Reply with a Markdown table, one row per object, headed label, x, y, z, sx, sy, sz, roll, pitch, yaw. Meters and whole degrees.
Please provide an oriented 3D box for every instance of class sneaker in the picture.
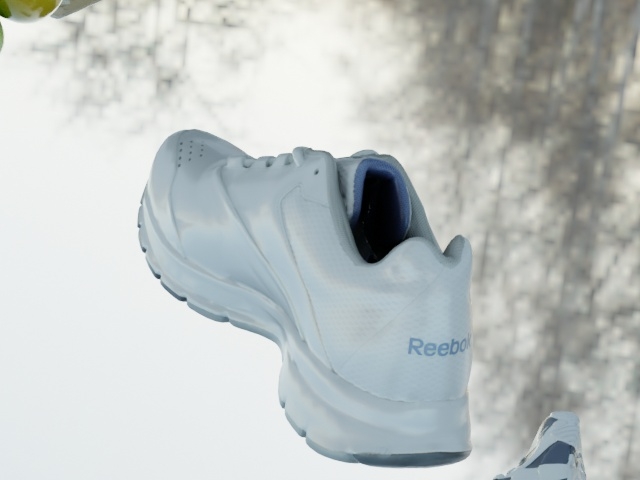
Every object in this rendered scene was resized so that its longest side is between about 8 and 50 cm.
| label | x | y | z | sx | sy | sz | roll | pitch | yaw |
| --- | --- | --- | --- | --- | --- | --- | --- | --- | --- |
| sneaker | 0.149 | 0.234 | 1.718 | 0.153 | 0.094 | 0.235 | -1 | -139 | 15 |
| sneaker | 0.000 | 0.000 | 1.029 | 0.111 | 0.129 | 0.297 | -2 | -154 | -34 |

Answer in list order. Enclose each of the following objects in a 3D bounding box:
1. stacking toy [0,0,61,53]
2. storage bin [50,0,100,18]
| label | x | y | z | sx | sy | sz | roll | pitch | yaw |
| --- | --- | --- | --- | --- | --- | --- | --- | --- | --- |
| stacking toy | -0.163 | -0.119 | 0.814 | 0.330 | 0.141 | 0.141 | -37 | -158 | -5 |
| storage bin | -0.041 | -0.264 | 1.203 | 0.262 | 0.123 | 0.260 | -21 | -171 | 44 |
